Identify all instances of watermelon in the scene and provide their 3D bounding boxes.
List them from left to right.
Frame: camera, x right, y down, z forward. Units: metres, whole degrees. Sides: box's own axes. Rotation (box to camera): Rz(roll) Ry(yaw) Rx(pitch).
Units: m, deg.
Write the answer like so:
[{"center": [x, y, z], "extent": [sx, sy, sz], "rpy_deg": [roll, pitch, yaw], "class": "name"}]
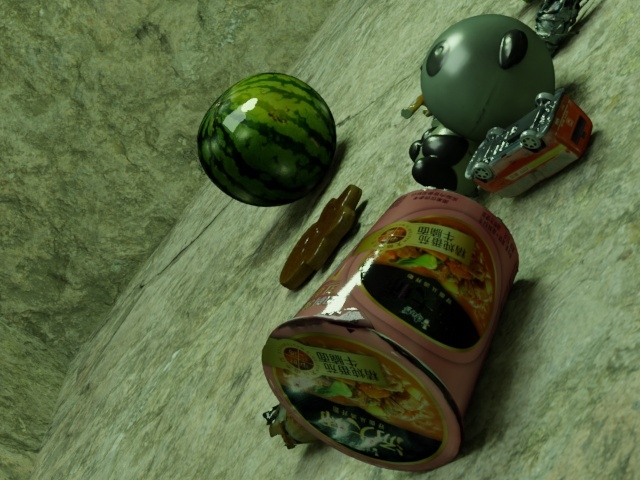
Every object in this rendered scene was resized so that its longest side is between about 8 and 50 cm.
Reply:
[{"center": [-0.109, -0.208, 2.542], "extent": [0.285, 0.285, 0.285], "rpy_deg": [-51, 14, 18], "class": "watermelon"}]

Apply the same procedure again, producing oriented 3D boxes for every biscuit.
[{"center": [0.000, 0.000, 2.180], "extent": [0.236, 0.039, 0.179], "rpy_deg": [-45, 19, 39], "class": "biscuit"}]

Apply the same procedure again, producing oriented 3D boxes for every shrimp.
[{"center": [0.043, 0.152, 1.606], "extent": [0.287, 0.068, 0.185], "rpy_deg": [-56, 15, -13], "class": "shrimp"}, {"center": [0.335, -0.303, 1.746], "extent": [0.082, 0.076, 0.174], "rpy_deg": [-10, -31, -45], "class": "shrimp"}]

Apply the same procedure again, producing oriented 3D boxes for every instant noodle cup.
[{"center": [0.094, 0.081, 1.320], "extent": [0.244, 0.244, 0.255], "rpy_deg": [-37, 16, 52], "class": "instant noodle cup"}]

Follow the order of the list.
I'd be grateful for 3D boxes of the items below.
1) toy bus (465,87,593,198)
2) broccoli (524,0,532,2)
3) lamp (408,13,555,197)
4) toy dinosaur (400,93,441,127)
[{"center": [0.253, -0.110, 1.486], "extent": [0.174, 0.077, 0.079], "rpy_deg": [-36, 23, 55], "class": "toy bus"}, {"center": [0.291, -0.509, 1.927], "extent": [0.248, 0.246, 0.288], "rpy_deg": [-75, -5, -50], "class": "broccoli"}, {"center": [0.207, -0.184, 1.630], "extent": [0.243, 0.198, 0.197], "rpy_deg": [-61, 11, 15], "class": "lamp"}, {"center": [0.214, -0.238, 2.025], "extent": [0.142, 0.057, 0.212], "rpy_deg": [-41, 16, -31], "class": "toy dinosaur"}]
